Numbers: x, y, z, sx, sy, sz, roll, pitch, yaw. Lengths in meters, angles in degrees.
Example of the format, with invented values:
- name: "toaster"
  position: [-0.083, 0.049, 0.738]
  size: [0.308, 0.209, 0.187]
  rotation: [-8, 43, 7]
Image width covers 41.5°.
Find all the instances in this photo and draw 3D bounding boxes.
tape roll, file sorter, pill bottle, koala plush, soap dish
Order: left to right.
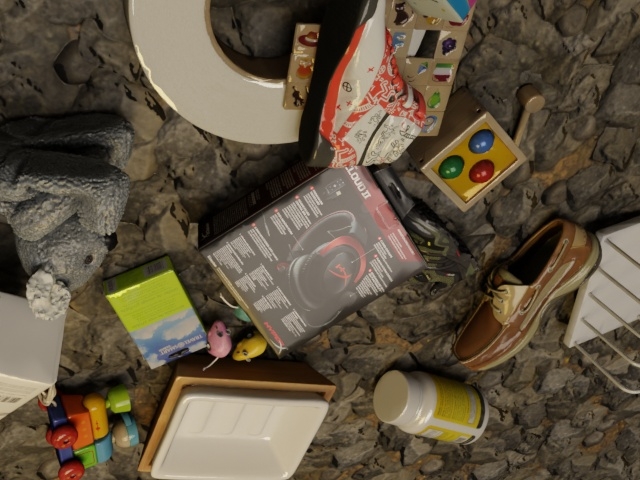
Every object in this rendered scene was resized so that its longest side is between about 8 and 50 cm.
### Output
- name: "koala plush"
  position: [-0.339, -0.027, 1.077]
  size: [0.203, 0.196, 0.221]
  rotation: [0, 126, -8]
- name: "soap dish"
  position: [-0.149, 0.305, 1.457]
  size: [0.291, 0.118, 0.229]
  rotation: [8, 123, -28]
- name: "tape roll"
  position: [-0.046, -0.302, 1.046]
  size: [0.392, 0.072, 0.392]
  rotation: [-11, 129, -14]
- name: "pill bottle"
  position: [0.211, 0.316, 1.611]
  size: [0.208, 0.119, 0.119]
  rotation: [20, 117, -33]
- name: "file sorter"
  position: [0.605, 0.111, 1.552]
  size: [0.193, 0.173, 0.277]
  rotation: [-18, 132, -24]

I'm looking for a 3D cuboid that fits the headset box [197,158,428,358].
- name: "headset box"
  position: [0.000, 0.000, 1.240]
  size: [0.293, 0.110, 0.218]
  rotation: [-33, 113, 5]

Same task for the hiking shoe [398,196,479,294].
- name: "hiking shoe"
  position: [0.168, 0.019, 1.379]
  size: [0.114, 0.086, 0.227]
  rotation: [-41, 130, 11]

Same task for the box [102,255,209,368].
- name: "box"
  position: [-0.251, 0.114, 1.312]
  size: [0.109, 0.042, 0.178]
  rotation: [-22, 132, -4]

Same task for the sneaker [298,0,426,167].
- name: "sneaker"
  position: [0.070, -0.208, 1.052]
  size: [0.145, 0.090, 0.270]
  rotation: [-1, 130, -23]

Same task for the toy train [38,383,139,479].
- name: "toy train"
  position: [-0.371, 0.266, 1.354]
  size: [0.143, 0.105, 0.248]
  rotation: [-15, 132, -24]

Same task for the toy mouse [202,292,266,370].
- name: "toy mouse"
  position: [-0.132, 0.143, 1.364]
  size: [0.161, 0.031, 0.143]
  rotation: [-34, 129, -25]

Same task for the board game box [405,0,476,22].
- name: "board game box"
  position: [0.157, -0.437, 0.943]
  size: [0.224, 0.097, 0.303]
  rotation: [36, 88, -38]

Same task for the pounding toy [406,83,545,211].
- name: "pounding toy"
  position: [0.264, -0.146, 1.281]
  size: [0.206, 0.094, 0.181]
  rotation: [-41, 130, 13]

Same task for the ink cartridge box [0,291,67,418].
- name: "ink cartridge box"
  position: [-0.493, 0.159, 1.131]
  size: [0.198, 0.114, 0.273]
  rotation: [20, 146, -33]

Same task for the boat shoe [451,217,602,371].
- name: "boat shoe"
  position: [0.345, 0.086, 1.495]
  size: [0.120, 0.122, 0.324]
  rotation: [36, 100, -33]

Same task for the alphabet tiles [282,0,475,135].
- name: "alphabet tiles"
  position: [0.072, -0.223, 1.104]
  size: [0.237, 0.009, 0.198]
  rotation: [-2, 128, -20]
